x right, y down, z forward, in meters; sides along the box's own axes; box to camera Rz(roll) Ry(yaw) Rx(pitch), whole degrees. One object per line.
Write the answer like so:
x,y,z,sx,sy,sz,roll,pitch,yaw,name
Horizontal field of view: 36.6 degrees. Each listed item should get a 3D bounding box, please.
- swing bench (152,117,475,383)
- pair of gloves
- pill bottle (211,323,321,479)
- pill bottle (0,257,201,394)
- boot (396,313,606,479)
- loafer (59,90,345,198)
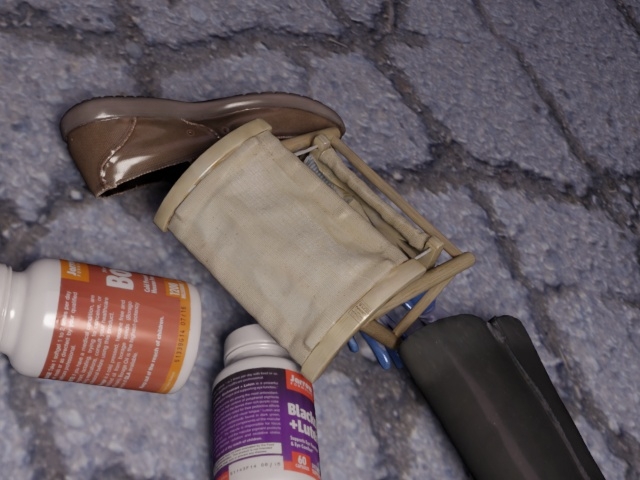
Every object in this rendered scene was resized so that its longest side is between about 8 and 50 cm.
0.000,0.000,1.081,0.253,0.165,0.255,44,18,18,swing bench
0.089,0.081,1.248,0.198,0.023,0.159,-24,67,-43,pair of gloves
-0.058,0.187,1.001,0.108,0.108,0.193,12,48,-22,pill bottle
-0.238,0.083,0.975,0.216,0.121,0.121,12,47,-23,pill bottle
0.212,0.271,1.011,0.367,0.146,0.445,22,39,-56,boot
-0.138,-0.104,1.220,0.366,0.134,0.130,-5,78,-22,loafer
